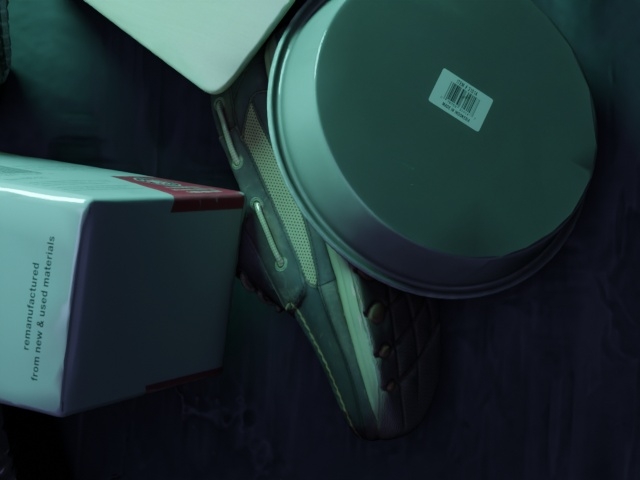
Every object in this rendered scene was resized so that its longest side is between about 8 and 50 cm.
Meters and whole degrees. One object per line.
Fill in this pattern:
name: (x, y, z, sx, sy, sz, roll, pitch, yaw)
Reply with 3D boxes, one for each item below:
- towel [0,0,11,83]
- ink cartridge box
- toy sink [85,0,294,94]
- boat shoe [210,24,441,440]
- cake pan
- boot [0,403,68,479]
towel: (-0.379, -0.223, 1.451, 0.235, 0.284, 0.121, 17, 58, 3)
ink cartridge box: (-0.292, 0.011, 1.373, 0.384, 0.279, 0.160, 10, 97, 21)
toy sink: (-0.118, -0.235, 1.481, 0.234, 0.131, 0.153, 37, 92, 12)
boat shoe: (0.000, 0.000, 1.466, 0.130, 0.132, 0.355, -21, 77, 32)
cake pan: (0.102, -0.100, 1.412, 0.293, 0.054, 0.293, 7, 71, -21)
boot: (-0.337, 0.306, 1.454, 0.260, 0.131, 0.348, -9, 87, 7)
